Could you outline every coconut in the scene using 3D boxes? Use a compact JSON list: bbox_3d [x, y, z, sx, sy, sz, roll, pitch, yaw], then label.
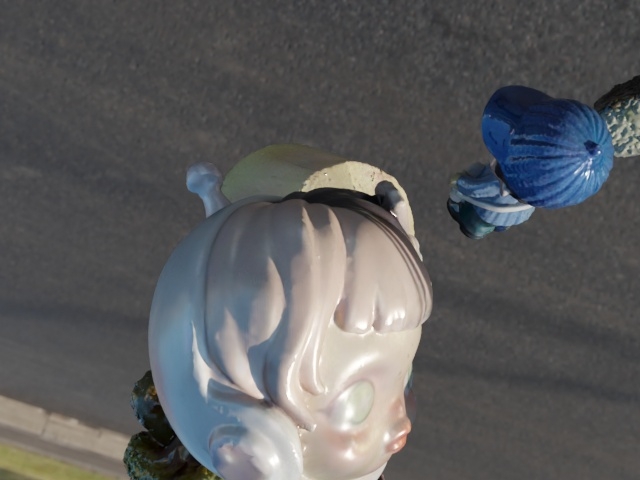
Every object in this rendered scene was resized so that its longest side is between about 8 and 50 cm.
[{"bbox_3d":[0.000,0.000,1.358,0.239,0.239,0.244,36,177,-40],"label":"coconut"}]

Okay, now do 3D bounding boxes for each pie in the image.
[{"bbox_3d":[-0.101,0.404,1.607,0.395,0.180,0.418,26,-162,-49],"label":"pie"}]

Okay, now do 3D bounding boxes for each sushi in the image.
[{"bbox_3d":[0.403,-0.158,1.305,0.150,0.078,0.090,-28,109,31],"label":"sushi"}]

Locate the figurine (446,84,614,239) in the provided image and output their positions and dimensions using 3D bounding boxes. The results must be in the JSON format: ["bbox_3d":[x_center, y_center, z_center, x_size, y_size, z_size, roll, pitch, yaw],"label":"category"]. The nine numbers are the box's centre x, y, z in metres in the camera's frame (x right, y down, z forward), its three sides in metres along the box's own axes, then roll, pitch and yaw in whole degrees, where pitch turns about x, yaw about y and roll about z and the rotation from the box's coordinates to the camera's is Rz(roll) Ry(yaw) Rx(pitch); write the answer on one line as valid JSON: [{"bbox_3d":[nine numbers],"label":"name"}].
[{"bbox_3d":[0.136,-0.045,0.730,0.086,0.087,0.149,-10,158,-22],"label":"figurine"}]

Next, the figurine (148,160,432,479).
[{"bbox_3d":[-0.034,0.132,0.827,0.211,0.361,0.253,11,-165,9],"label":"figurine"}]
